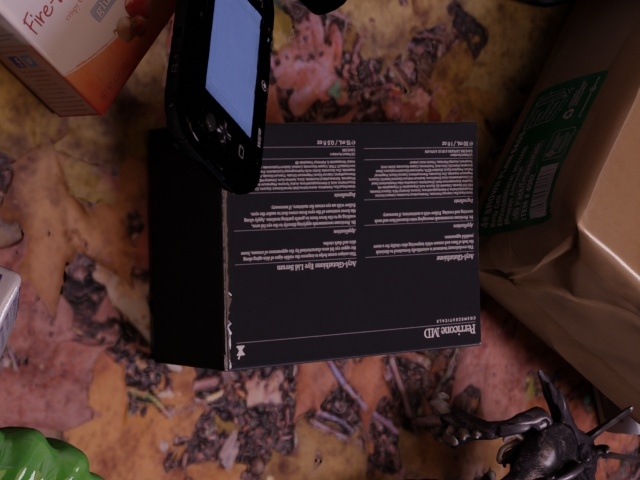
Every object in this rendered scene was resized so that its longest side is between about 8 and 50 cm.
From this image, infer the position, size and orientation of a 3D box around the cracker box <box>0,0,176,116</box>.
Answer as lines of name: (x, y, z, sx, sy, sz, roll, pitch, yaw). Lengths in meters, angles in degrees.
cracker box: (-0.203, -0.219, 1.365, 0.232, 0.067, 0.156, 45, 64, -31)

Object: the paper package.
paper package: (0.316, -0.035, 1.674, 0.309, 0.168, 0.325, 39, 60, -20)

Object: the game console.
game console: (-0.054, -0.190, 1.416, 0.213, 0.044, 0.361, 38, 44, -41)

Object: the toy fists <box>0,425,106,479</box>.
toy fists: (-0.185, 0.235, 1.382, 0.142, 0.096, 0.279, -51, 123, -14)

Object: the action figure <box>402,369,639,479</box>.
action figure: (0.129, 0.205, 1.610, 0.275, 0.141, 0.164, -21, 103, -21)

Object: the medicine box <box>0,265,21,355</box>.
medicine box: (-0.349, 0.110, 1.134, 0.263, 0.149, 0.289, 22, 75, -4)

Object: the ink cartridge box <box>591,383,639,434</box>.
ink cartridge box: (0.335, 0.052, 1.825, 0.232, 0.066, 0.189, -23, 106, -32)

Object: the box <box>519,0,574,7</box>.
box: (0.204, -0.260, 1.541, 0.242, 0.307, 0.077, 6, 84, -40)

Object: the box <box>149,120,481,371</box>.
box: (0.000, 0.000, 1.517, 0.261, 0.103, 0.184, -2, 90, -40)
